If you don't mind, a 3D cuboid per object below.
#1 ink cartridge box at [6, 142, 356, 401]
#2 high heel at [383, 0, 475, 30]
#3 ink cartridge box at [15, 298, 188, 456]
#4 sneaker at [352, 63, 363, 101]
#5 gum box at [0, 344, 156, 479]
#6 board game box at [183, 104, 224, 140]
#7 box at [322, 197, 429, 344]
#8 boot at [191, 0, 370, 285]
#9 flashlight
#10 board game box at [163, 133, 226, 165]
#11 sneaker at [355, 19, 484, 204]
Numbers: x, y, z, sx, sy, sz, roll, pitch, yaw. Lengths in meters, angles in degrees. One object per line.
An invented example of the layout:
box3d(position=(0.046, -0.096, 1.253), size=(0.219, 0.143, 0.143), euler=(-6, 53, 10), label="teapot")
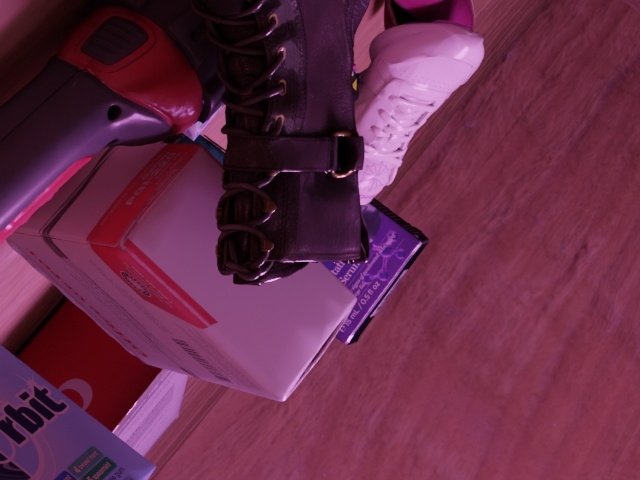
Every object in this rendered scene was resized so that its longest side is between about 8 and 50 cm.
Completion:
box3d(position=(-0.100, 0.016, 1.214), size=(0.092, 0.158, 0.218), euler=(-53, -155, -18), label="ink cartridge box")
box3d(position=(0.080, -0.266, 1.914), size=(0.181, 0.127, 0.377), euler=(-21, 167, -18), label="high heel")
box3d(position=(-0.256, 0.198, 1.622), size=(0.309, 0.130, 0.272), euler=(-51, 173, -23), label="ink cartridge box")
box3d(position=(0.015, -0.177, 1.846), size=(0.063, 0.075, 0.170), euler=(-49, 173, -41), label="sneaker")
box3d(position=(-0.222, 0.141, 1.253), size=(0.041, 0.184, 0.157), euler=(-55, 174, 23), label="gum box")
box3d(position=(-0.075, -0.154, 1.480), size=(0.103, 0.026, 0.154), euler=(-51, 174, -22), label="board game box")
box3d(position=(0.000, 0.000, 2.139), size=(0.153, 0.207, 0.108), euler=(-55, 174, 6), label="box")
box3d(position=(-0.035, -0.088, 1.045), size=(0.263, 0.091, 0.229), euler=(6, 86, -56), label="boot")
box3d(position=(-0.168, -0.039, 1.059), size=(0.103, 0.103, 0.304), euler=(-10, -148, 54), label="flashlight")
box3d(position=(-0.110, -0.018, 1.522), size=(0.026, 0.126, 0.186), euler=(-58, 174, 37), label="board game box")
box3d(position=(0.075, -0.125, 1.921), size=(0.305, 0.114, 0.152), euler=(-35, -128, 50), label="sneaker")
